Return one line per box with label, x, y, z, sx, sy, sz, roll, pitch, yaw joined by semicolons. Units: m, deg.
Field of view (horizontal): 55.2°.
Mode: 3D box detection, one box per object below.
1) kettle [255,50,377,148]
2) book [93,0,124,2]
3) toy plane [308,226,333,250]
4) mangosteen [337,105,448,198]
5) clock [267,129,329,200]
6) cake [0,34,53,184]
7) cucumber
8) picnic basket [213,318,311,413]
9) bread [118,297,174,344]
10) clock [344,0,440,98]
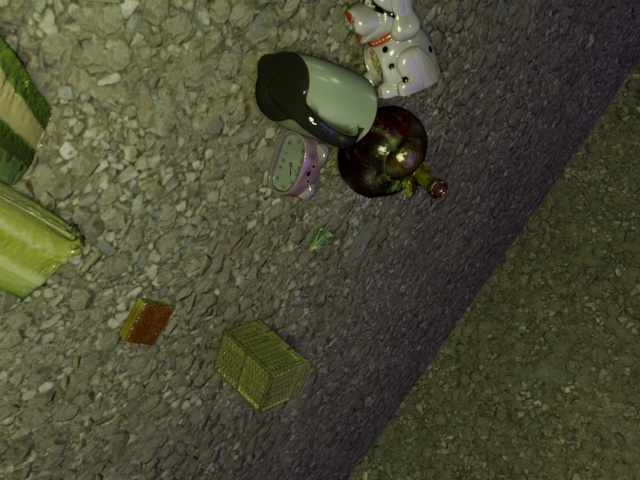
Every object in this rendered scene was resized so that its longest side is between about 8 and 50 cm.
kettle;0.001;-0.270;1.233;0.161;0.221;0.236;-44;153;26
book;-0.342;-0.465;0.807;0.214;0.025;0.283;-15;130;-46
toy plane;-0.002;-0.002;1.620;0.083;0.033;0.080;-39;144;-13
mangosteen;0.175;-0.183;1.456;0.231;0.289;0.231;-34;156;-17
clock;-0.052;-0.164;1.348;0.050;0.110;0.153;-4;120;-54
cake;-0.484;-0.194;0.803;0.158;0.172;0.283;-64;-178;-12
cucumber;-0.513;-0.037;0.887;0.145;0.105;0.325;-44;145;-1
picnic basket;-0.144;0.312;1.557;0.154;0.196;0.134;-10;125;-48
bread;-0.370;0.174;1.301;0.094;0.035;0.090;-59;147;3
clock;0.153;-0.458;1.326;0.189;0.189;0.254;-41;131;-22
